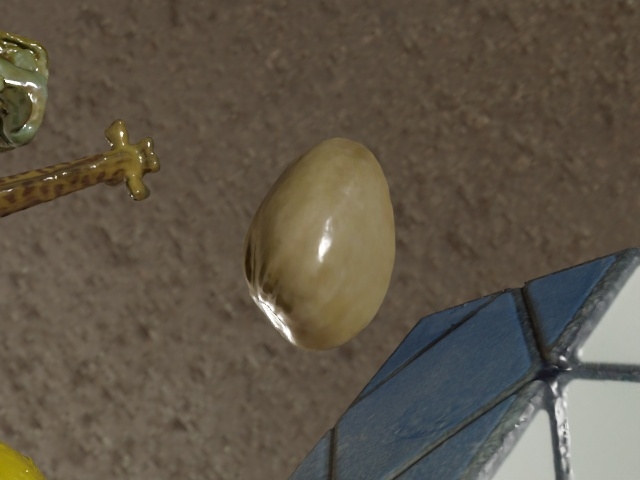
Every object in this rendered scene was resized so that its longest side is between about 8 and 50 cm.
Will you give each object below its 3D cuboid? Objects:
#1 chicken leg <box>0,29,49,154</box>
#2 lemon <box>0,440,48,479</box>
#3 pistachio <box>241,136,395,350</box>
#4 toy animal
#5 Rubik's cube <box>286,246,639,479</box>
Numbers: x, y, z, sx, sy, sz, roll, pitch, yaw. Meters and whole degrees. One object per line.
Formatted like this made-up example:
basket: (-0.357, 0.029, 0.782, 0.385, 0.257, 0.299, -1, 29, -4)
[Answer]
chicken leg: (-0.330, -0.024, 1.260, 0.429, 0.153, 0.201, -48, 50, 36)
lemon: (-0.323, 0.265, 1.184, 0.258, 0.310, 0.258, 24, 133, 28)
pistachio: (0.000, 0.000, 1.280, 0.126, 0.185, 0.108, 7, 165, 7)
toy animal: (-0.222, -0.004, 0.822, 0.275, 0.149, 0.054, -22, 84, 2)
Rubik's cube: (0.123, 0.158, 0.858, 0.207, 0.205, 0.205, 48, 147, -11)
